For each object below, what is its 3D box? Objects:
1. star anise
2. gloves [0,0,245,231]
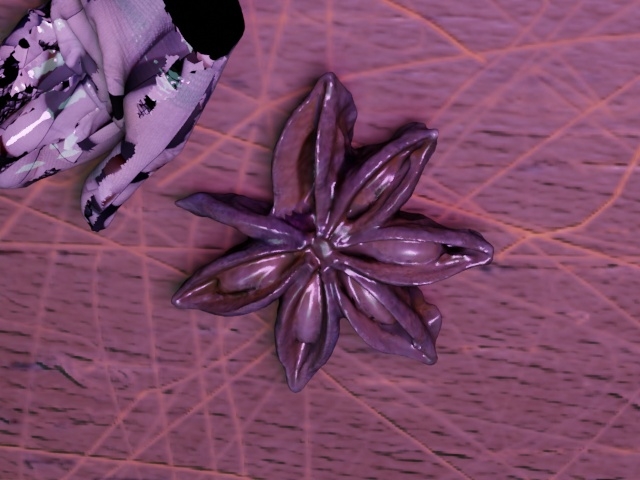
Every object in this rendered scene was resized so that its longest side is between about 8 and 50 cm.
[{"bbox_3d":[0.014,0.008,1.204,0.212,0.073,0.197,-40,103,20],"label":"star anise"},{"bbox_3d":[-0.139,-0.095,1.154,0.127,0.111,0.212,40,138,-19],"label":"gloves"}]
